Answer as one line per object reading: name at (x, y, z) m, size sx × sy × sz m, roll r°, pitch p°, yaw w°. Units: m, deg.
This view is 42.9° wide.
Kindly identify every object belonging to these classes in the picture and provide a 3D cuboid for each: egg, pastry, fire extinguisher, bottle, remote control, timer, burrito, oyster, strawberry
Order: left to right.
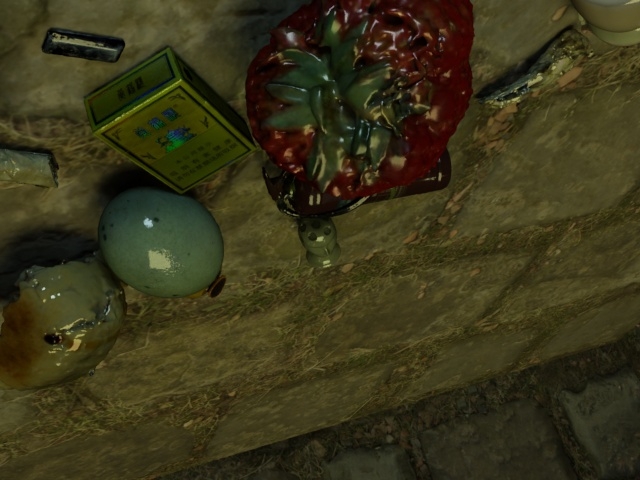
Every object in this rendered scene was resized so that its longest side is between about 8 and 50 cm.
burrito at (-0.408, -0.099, 1.101) m, size 0.055 × 0.041 × 0.149 m, roll -25°, pitch 161°, yaw 35°
pastry at (-0.414, 0.145, 1.332) m, size 0.256 × 0.170 × 0.237 m, roll -49°, pitch 175°, yaw 18°
remote control at (-0.283, -0.231, 0.980) m, size 0.096 × 0.014 × 0.039 m, roll 1°, pitch 146°, yaw -37°
egg at (-0.245, 0.004, 1.275) m, size 0.169 × 0.169 × 0.236 m, roll -28°, pitch 154°, yaw 10°
timer at (-0.236, 0.051, 1.485) m, size 0.107 × 0.109 × 0.107 m, roll -41°, pitch 151°, yaw -29°
fire extinguisher at (0.058, -0.112, 1.375) m, size 0.341 × 0.105 × 0.141 m, roll -11°, pitch 137°, yaw -23°
strawberry at (0.079, -0.205, 1.071) m, size 0.312 × 0.267 × 0.351 m, roll -39°, pitch 175°, yaw 18°
oyster at (0.354, -0.278, 1.368) m, size 0.200 × 0.061 × 0.106 m, roll -27°, pitch 171°, yaw 14°
bottle at (0.436, -0.357, 1.169) m, size 0.147 × 0.147 × 0.236 m, roll -31°, pitch 160°, yaw 17°

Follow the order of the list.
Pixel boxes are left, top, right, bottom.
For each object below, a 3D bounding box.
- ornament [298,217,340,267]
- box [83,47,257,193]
ornament at (0.000, 0.000, 1.564) m, size 0.075 × 0.081 × 0.156 m, roll -24°, pitch 158°, yaw -5°
box at (-0.201, -0.158, 1.126) m, size 0.141 × 0.064 × 0.220 m, roll -28°, pitch 155°, yaw 12°
